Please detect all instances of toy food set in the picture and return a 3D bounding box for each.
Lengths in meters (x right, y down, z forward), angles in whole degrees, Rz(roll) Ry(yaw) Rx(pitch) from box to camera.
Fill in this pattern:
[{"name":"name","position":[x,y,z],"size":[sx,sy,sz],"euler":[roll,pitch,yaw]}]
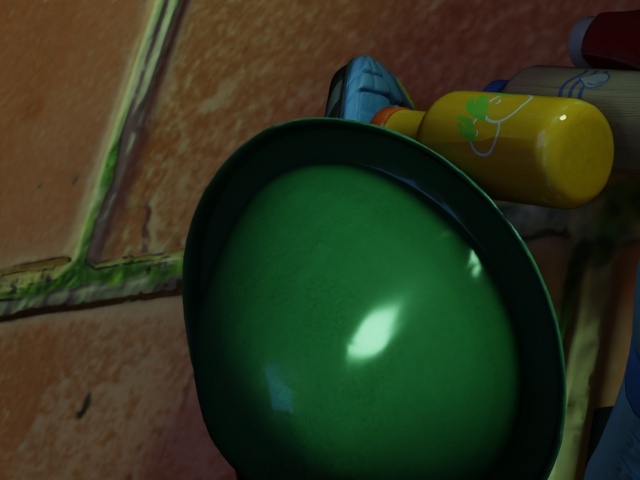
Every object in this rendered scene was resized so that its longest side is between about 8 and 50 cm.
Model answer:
[{"name":"toy food set","position":[0.118,-0.109,0.703],"size":[0.104,0.111,0.232],"euler":[10,73,49]}]

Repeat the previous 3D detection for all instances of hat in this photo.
[{"name":"hat","position":[-0.028,0.063,0.616],"size":[0.208,0.183,0.173],"euler":[26,118,31]}]

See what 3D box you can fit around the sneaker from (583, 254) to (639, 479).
[{"name":"sneaker","position":[0.171,0.013,0.352],"size":[0.208,0.319,0.127],"euler":[-29,77,-9]}]

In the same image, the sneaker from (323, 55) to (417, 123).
[{"name":"sneaker","position":[0.000,0.000,0.781],"size":[0.078,0.067,0.188],"euler":[-7,61,36]}]

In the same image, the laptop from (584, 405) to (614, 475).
[{"name":"laptop","position":[0.122,0.127,0.501],"size":[0.234,0.264,0.136],"euler":[-14,89,41]}]
